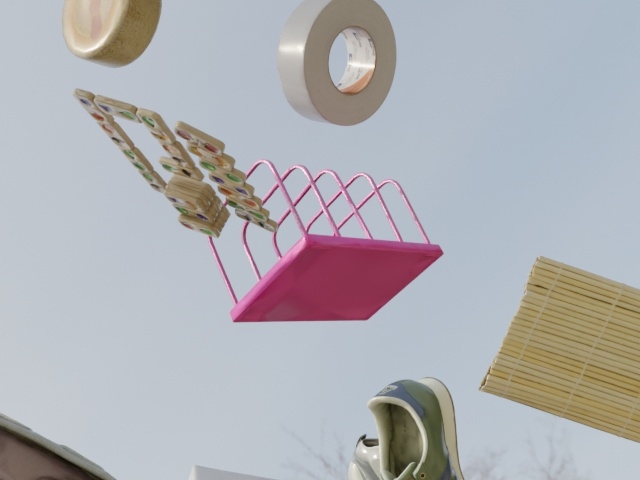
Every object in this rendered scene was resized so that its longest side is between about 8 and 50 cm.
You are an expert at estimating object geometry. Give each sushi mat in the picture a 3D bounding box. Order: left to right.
[{"bbox_3d":[0.331,0.131,0.840,0.317,0.019,0.151,19,-81,-5],"label":"sushi mat"}]

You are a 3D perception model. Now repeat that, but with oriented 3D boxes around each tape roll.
[{"bbox_3d":[0.031,-0.307,1.430,0.219,0.072,0.219,-15,-67,-39],"label":"tape roll"}]

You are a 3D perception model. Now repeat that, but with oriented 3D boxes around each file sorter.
[{"bbox_3d":[0.000,0.000,1.328,0.291,0.182,0.202,4,-39,-43],"label":"file sorter"}]

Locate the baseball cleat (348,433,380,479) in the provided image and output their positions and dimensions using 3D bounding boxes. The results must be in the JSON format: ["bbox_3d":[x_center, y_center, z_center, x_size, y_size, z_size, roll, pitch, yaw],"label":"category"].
[{"bbox_3d":[0.124,0.308,1.023,0.072,0.206,0.109,-33,-39,-53],"label":"baseball cleat"}]

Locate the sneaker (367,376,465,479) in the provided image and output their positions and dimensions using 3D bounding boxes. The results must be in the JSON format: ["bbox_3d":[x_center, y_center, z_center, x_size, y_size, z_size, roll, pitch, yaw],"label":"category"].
[{"bbox_3d":[0.085,0.210,0.708,0.064,0.192,0.086,-29,-25,37],"label":"sneaker"}]

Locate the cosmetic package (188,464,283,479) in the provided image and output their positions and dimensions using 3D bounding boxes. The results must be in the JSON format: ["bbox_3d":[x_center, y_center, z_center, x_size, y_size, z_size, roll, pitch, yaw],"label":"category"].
[{"bbox_3d":[-0.115,0.522,1.075,0.161,0.453,0.230,15,-73,-15],"label":"cosmetic package"}]

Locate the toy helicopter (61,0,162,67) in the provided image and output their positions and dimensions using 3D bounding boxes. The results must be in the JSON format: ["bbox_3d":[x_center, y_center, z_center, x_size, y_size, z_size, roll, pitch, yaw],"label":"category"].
[{"bbox_3d":[-0.132,-0.306,0.625,0.140,0.235,0.355,13,-85,-54],"label":"toy helicopter"}]

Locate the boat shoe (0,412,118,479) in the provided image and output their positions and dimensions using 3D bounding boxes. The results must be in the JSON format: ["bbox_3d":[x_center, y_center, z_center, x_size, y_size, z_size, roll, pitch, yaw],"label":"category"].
[{"bbox_3d":[-0.319,0.227,0.827,0.103,0.118,0.320,-13,-38,32],"label":"boat shoe"}]

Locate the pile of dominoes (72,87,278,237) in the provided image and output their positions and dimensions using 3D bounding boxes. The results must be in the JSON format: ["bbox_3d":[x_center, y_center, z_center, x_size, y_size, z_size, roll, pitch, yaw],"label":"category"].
[{"bbox_3d":[-0.171,-0.075,1.011,0.040,0.196,0.251,-64,-23,-17],"label":"pile of dominoes"}]
